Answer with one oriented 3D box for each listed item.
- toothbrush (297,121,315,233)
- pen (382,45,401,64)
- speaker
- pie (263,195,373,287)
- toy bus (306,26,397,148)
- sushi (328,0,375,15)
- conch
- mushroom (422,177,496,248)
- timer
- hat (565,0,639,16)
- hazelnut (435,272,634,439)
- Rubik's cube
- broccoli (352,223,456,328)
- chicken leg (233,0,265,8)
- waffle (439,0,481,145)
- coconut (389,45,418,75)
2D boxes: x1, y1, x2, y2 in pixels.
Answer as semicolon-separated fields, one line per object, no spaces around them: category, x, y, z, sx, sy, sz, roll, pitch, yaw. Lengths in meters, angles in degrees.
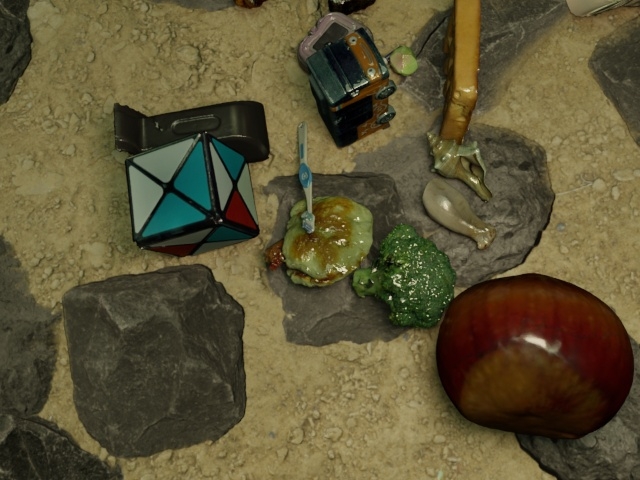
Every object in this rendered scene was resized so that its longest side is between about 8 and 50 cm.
toothbrush;-0.039;-0.179;1.702;0.040;0.040;0.386;-5;54;3
pen;0.158;-0.501;1.828;0.204;0.025;0.025;-39;76;-6
speaker;-0.347;-0.301;1.731;0.388;0.184;0.180;-9;75;1
pie;0.009;0.000;1.652;0.257;0.105;0.274;20;67;27
toy bus;0.082;-0.389;1.653;0.194;0.323;0.162;-27;75;0
sushi;0.094;-0.728;1.866;0.150;0.078;0.090;-21;69;-1
conch;0.383;-0.221;1.692;0.234;0.137;0.114;21;52;0
mushroom;0.367;-0.069;1.667;0.116;0.093;0.225;-36;70;-27
timer;0.044;-0.562;1.832;0.191;0.069;0.208;33;81;14
hat;0.844;-0.730;1.784;0.275;0.161;0.232;-24;62;22
hazelnut;0.482;0.253;1.428;0.429;0.402;0.402;8;76;12
Rubik's cube;-0.328;-0.109;1.621;0.246;0.250;0.248;-16;77;17
broccoli;0.208;0.092;1.581;0.270;0.270;0.270;-6;72;35
chicken leg;-0.152;-0.810;1.908;0.113;0.093;0.304;46;74;-4
waffle;0.372;-0.465;1.663;0.077;0.304;0.348;4;74;5
coconut;0.237;-0.516;1.802;0.083;0.081;0.082;2;111;-10
